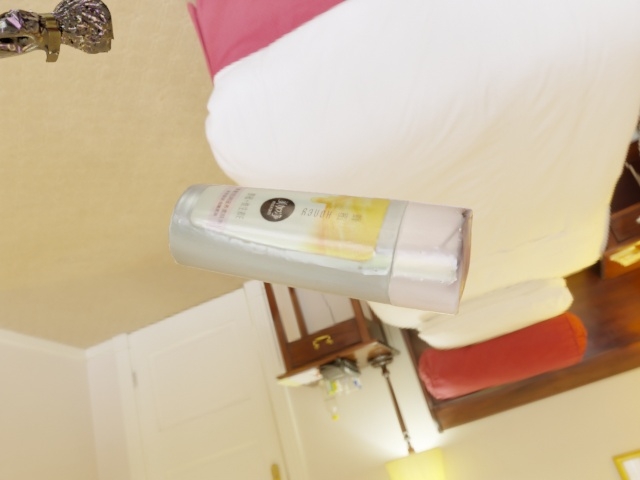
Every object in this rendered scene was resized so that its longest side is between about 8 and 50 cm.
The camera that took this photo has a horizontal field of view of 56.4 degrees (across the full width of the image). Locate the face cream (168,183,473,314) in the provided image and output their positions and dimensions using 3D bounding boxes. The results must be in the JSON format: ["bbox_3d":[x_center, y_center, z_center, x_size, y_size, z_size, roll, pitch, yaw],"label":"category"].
[{"bbox_3d":[0.000,0.000,0.547,0.269,0.107,0.073,8,144,16],"label":"face cream"}]

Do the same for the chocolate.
[{"bbox_3d":[-0.277,-0.203,0.592,0.072,0.070,0.147,-36,-173,44],"label":"chocolate"}]
